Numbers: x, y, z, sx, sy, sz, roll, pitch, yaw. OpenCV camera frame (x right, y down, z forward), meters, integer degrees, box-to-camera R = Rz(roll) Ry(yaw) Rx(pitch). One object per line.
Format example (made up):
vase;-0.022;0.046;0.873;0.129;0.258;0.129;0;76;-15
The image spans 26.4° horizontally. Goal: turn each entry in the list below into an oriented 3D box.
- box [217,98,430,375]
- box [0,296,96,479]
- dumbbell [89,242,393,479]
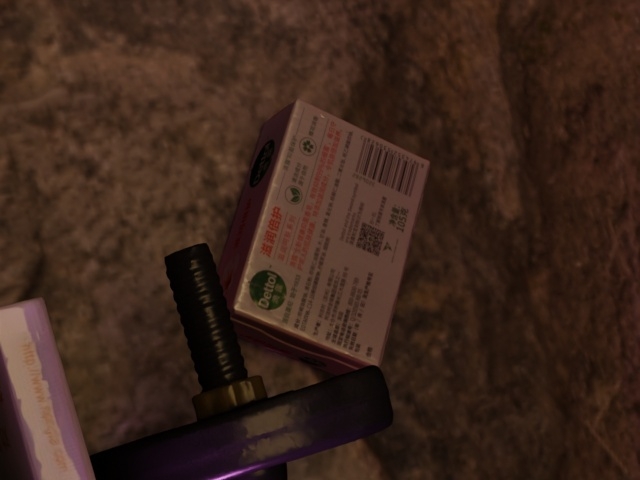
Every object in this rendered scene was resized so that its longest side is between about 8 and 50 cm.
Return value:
box;0.000;0.000;0.722;0.089;0.043;0.125;25;68;-20
box;-0.114;0.142;0.584;0.032;0.122;0.220;-13;84;-28
dumbbell;-0.015;0.159;0.618;0.143;0.143;0.325;-15;85;-29
